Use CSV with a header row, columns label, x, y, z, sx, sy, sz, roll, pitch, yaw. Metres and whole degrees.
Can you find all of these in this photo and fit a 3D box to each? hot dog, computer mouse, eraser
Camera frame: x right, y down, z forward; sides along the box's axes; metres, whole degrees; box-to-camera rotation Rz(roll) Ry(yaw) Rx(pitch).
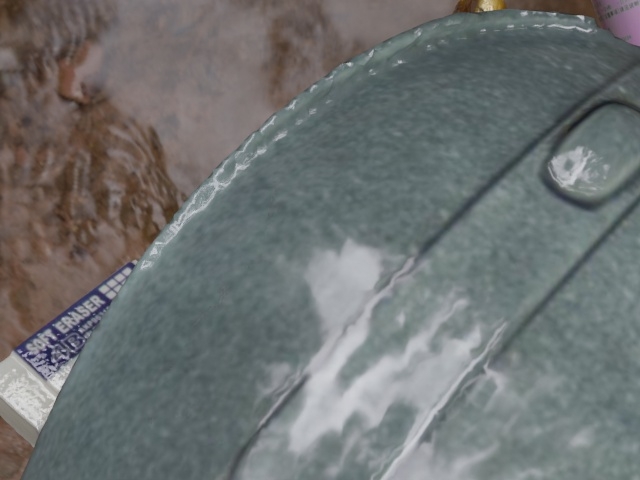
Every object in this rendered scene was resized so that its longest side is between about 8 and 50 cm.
label,x,y,z,sx,sy,sz,roll,pitch,yaw
hot dog,0.211,-0.290,1.467,0.076,0.249,0.102,39,95,-5
computer mouse,0.029,0.062,0.368,0.203,0.114,0.374,35,80,21
eraser,-0.315,0.155,1.486,0.124,0.081,0.279,36,57,22

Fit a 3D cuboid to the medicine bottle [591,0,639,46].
label,x,y,z,sx,sy,sz,roll,pitch,yaw
medicine bottle,0.474,-0.349,1.518,0.178,0.178,0.291,-21,92,-5
